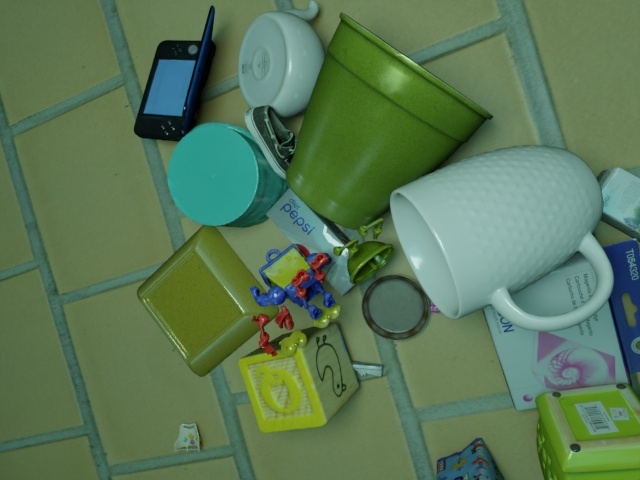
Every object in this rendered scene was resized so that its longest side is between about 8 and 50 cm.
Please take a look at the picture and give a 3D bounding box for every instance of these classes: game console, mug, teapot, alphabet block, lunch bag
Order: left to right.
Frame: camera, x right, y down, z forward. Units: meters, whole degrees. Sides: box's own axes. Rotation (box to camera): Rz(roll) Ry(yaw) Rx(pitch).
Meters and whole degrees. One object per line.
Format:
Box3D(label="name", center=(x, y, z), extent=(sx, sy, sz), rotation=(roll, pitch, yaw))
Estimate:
Box3D(label="game console", center=(-0.373, -0.417, 1.125), extent=(0.251, 0.173, 0.292), rotation=(8, 79, 16))
Box3D(label="teapot", center=(-0.067, -0.407, 1.076), extent=(0.256, 0.187, 0.252), rotation=(-51, 59, 39))
Box3D(label="alphabet block", center=(-0.049, 0.330, 1.093), extent=(0.194, 0.197, 0.192), rotation=(-22, 88, 28))
Box3D(label="lunch bag", center=(0.395, 0.643, 0.993), extent=(0.138, 0.221, 0.293), rotation=(-37, 84, 15))
Box3D(label="mug", center=(0.361, -0.002, 0.840), extent=(0.328, 0.276, 0.374), rotation=(-24, 54, -3))

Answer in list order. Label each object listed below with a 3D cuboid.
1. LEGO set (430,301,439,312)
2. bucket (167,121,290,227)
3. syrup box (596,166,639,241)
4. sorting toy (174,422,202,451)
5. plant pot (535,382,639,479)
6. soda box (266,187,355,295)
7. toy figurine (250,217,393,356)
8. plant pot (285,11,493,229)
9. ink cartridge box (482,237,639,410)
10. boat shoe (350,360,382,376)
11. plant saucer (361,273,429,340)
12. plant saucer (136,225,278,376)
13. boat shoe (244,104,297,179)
Box3D(label="LEGO set", center=(0.309, 0.070, 1.042), extent=(0.087, 0.093, 0.226), rotation=(4, 95, 15))
Box3D(label="bucket", center=(-0.233, -0.160, 1.133), extent=(0.282, 0.183, 0.280), rotation=(1, 94, 14))
Box3D(label="syrup box", center=(0.679, -0.052, 0.927), extent=(0.237, 0.096, 0.093), rotation=(33, 100, 12))
Box3D(label="sorting toy", center=(-0.383, 0.574, 1.306), extent=(0.084, 0.045, 0.075), rotation=(-9, 84, 17))
Box3D(label="plant pot", center=(0.567, 0.428, 0.898), extent=(0.227, 0.228, 0.207), rotation=(-13, 110, 15))
Box3D(label="soda box", center=(0.000, 0.000, 1.126), extent=(0.098, 0.091, 0.286), rotation=(-45, 82, 15))
Box3D(label="toy figurine", center=(-0.042, 0.052, 0.991), extent=(0.363, 0.191, 0.217), rotation=(-40, 49, -13))
Box3D(label="plant pot", center=(0.106, -0.226, 0.972), extent=(0.367, 0.366, 0.352), rotation=(40, 115, 10))
Box3D(label="ink cartridge box", center=(0.542, 0.192, 0.958), extent=(0.331, 0.071, 0.323), rotation=(-18, 104, 17))
Box3D(label="boat shoe", center=(0.110, 0.334, 1.150), extent=(0.100, 0.035, 0.035), rotation=(3, 92, 9))
Box3D(label="plant saucer", center=(0.188, 0.166, 1.118), extent=(0.169, 0.029, 0.168), rotation=(1, 95, 17))
Box3D(label="plant saucer", center=(-0.341, 0.174, 1.243), extent=(0.333, 0.081, 0.332), rotation=(-41, 82, 15))
Box3D(label="boat shoe", center=(-0.092, -0.224, 1.054), extent=(0.070, 0.219, 0.077), rotation=(-4, 54, 30))
